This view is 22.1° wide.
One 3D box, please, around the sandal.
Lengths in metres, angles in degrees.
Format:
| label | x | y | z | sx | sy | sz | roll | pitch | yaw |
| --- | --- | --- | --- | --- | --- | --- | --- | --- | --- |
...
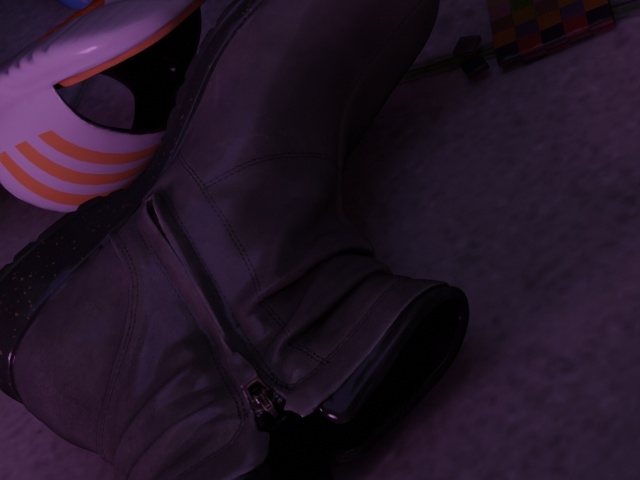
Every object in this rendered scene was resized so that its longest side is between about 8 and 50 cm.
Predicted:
| label | x | y | z | sx | sy | sz | roll | pitch | yaw |
| --- | --- | --- | --- | --- | --- | --- | --- | --- | --- |
| sandal | -0.112 | -0.053 | 0.732 | 0.102 | 0.076 | 0.265 | -43 | 15 | -36 |

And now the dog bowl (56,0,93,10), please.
| label | x | y | z | sx | sy | sz | roll | pitch | yaw |
| --- | --- | --- | --- | --- | --- | --- | --- | --- | --- |
| dog bowl | -0.136 | -0.214 | 0.916 | 0.166 | 0.074 | 0.297 | -43 | 39 | -12 |

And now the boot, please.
| label | x | y | z | sx | sy | sz | roll | pitch | yaw |
| --- | --- | --- | --- | --- | --- | --- | --- | --- | --- |
| boot | 0.000 | 0.000 | 0.590 | 0.161 | 0.083 | 0.246 | 30 | 74 | 43 |

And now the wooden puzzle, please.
| label | x | y | z | sx | sy | sz | roll | pitch | yaw |
| --- | --- | --- | --- | --- | --- | --- | --- | --- | --- |
| wooden puzzle | 0.093 | -0.094 | 0.669 | 0.083 | 0.006 | 0.049 | -21 | 39 | 17 |
